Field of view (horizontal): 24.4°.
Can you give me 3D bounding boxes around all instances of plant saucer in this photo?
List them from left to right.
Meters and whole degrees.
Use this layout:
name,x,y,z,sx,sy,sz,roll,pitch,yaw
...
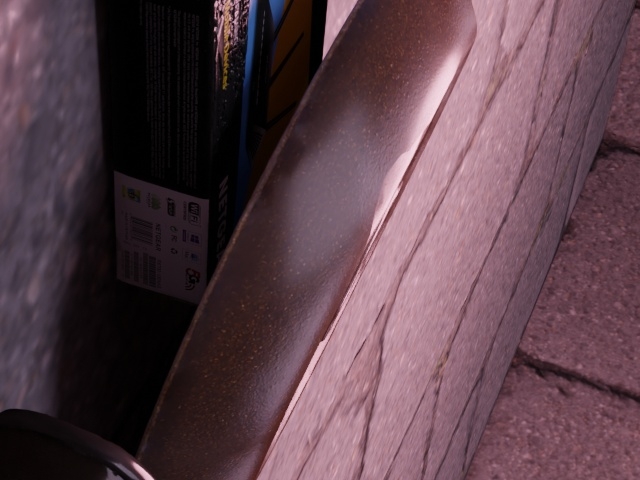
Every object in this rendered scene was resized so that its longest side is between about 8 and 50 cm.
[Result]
name,x,y,z,sx,sy,sz,roll,pitch,yaw
plant saucer,0.000,0.000,0.695,0.310,0.050,0.310,-63,178,-4

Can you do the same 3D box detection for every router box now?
name,x,y,z,sx,sy,sz,roll,pitch,yaw
router box,-0.037,-0.082,0.594,0.133,0.046,0.179,-61,163,-44

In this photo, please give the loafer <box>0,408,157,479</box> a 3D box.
name,x,y,z,sx,sy,sz,roll,pitch,yaw
loafer,-0.103,0.156,0.550,0.078,0.080,0.220,-58,160,-49
